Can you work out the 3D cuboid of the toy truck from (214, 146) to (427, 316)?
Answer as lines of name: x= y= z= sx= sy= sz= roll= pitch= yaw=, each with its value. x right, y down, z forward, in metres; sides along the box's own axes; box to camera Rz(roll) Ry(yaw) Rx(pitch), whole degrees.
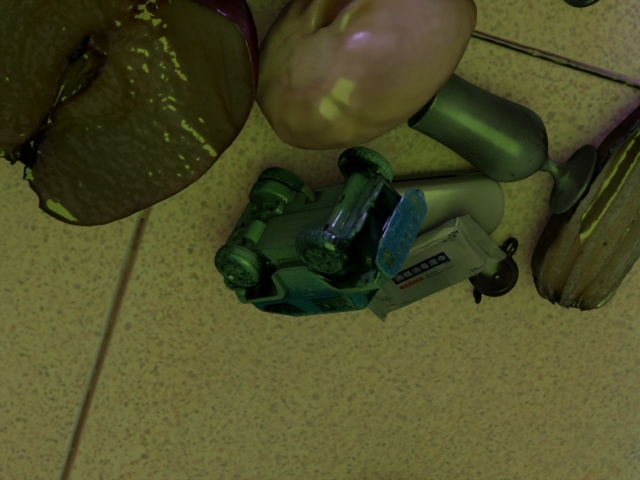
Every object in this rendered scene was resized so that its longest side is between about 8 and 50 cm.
toy truck: x=0.000 y=0.000 z=1.699 sx=0.156 sy=0.279 sz=0.155 roll=45 pitch=56 yaw=-29

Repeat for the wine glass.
wine glass: x=0.228 y=-0.129 z=1.782 sx=0.231 sy=0.103 sz=0.103 roll=27 pitch=103 yaw=-15

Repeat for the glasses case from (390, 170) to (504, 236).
glasses case: x=0.122 y=-0.039 z=1.819 sx=0.233 sy=0.059 sz=0.092 roll=-7 pitch=118 yaw=-7

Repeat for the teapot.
teapot: x=0.233 y=0.040 z=1.874 sx=0.068 sy=0.045 sz=0.100 roll=28 pitch=104 yaw=-19

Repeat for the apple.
apple: x=-0.254 y=-0.205 z=1.583 sx=0.295 sy=0.328 sz=0.365 roll=11 pitch=125 yaw=-51

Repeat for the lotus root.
lotus root: x=0.382 y=-0.066 z=1.850 sx=0.167 sy=0.078 sz=0.329 roll=23 pitch=104 yaw=-40

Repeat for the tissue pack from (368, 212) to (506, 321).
tissue pack: x=0.132 y=0.033 z=1.827 sx=0.193 sy=0.026 sz=0.122 roll=-27 pitch=140 yaw=17

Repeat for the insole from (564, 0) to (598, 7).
insole: x=0.414 y=-0.413 z=1.760 sx=0.309 sy=0.012 sz=0.110 roll=-42 pitch=112 yaw=6

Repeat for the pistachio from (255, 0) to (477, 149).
pistachio: x=0.059 y=-0.221 z=1.652 sx=0.318 sy=0.193 sz=0.214 roll=-31 pitch=146 yaw=-35
